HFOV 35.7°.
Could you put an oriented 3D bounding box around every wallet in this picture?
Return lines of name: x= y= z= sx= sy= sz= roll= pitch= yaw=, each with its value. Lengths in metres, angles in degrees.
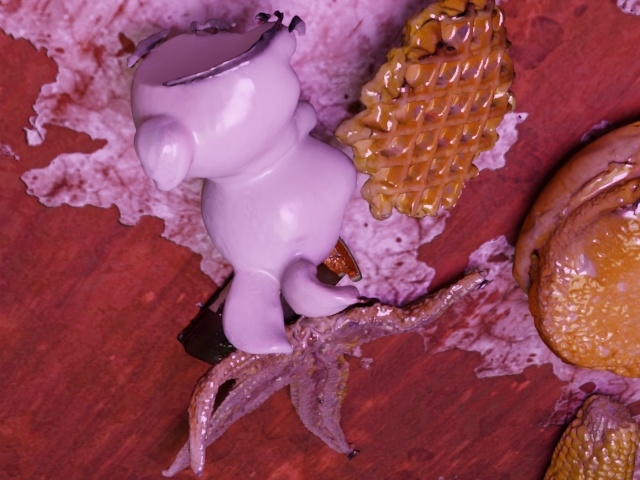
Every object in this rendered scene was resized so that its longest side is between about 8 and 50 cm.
wallet: x=-0.075 y=0.088 z=1.262 sx=0.122 sy=0.031 sz=0.232 roll=26 pitch=123 yaw=-27

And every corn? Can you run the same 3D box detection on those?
corn: x=0.391 y=0.370 z=1.475 sx=0.130 sy=0.130 sz=0.347 roll=0 pitch=126 yaw=-5

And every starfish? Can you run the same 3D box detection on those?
starfish: x=-0.017 y=0.189 z=1.272 sx=0.398 sy=0.132 sz=0.384 roll=-16 pitch=142 yaw=-33

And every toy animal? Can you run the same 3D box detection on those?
toy animal: x=-0.063 y=-0.062 z=0.995 sx=0.182 sy=0.247 sz=0.310 roll=-12 pitch=121 yaw=14

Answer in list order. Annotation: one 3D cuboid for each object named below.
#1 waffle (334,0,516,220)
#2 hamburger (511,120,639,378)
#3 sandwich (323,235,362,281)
waffle: x=0.117 y=-0.131 z=1.024 sx=0.243 sy=0.058 sz=0.238 roll=-52 pitch=146 yaw=-6
hamburger: x=0.380 y=0.006 z=1.152 sx=0.289 sy=0.170 sz=0.314 roll=18 pitch=124 yaw=-22
sandwich: x=0.001 y=0.000 z=1.175 sx=0.029 sy=0.067 sz=0.135 roll=-34 pitch=119 yaw=16
